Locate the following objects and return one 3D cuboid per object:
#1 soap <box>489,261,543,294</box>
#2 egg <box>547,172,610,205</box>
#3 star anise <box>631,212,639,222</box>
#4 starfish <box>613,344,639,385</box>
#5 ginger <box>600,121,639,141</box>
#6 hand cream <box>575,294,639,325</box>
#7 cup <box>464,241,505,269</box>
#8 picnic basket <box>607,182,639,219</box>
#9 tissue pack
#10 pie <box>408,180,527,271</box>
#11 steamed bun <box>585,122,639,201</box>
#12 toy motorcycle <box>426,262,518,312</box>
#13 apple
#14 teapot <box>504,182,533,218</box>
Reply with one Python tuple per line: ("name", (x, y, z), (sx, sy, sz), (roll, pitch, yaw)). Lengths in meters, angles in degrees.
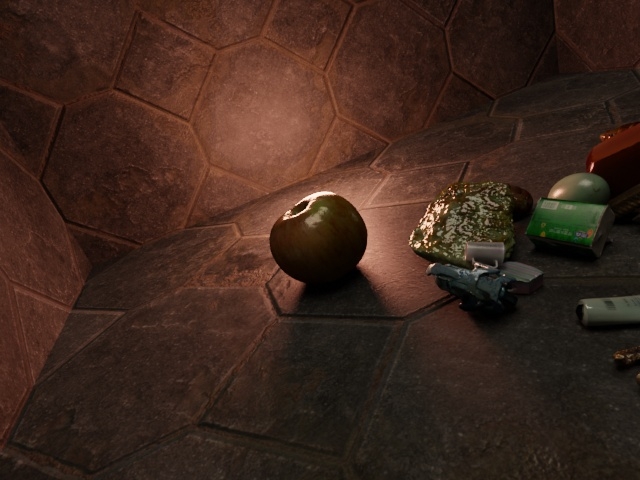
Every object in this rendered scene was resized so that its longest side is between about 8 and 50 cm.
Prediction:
("soap", (0.603, 0.114, 1.296), (0.100, 0.056, 0.149), (-30, 25, -21))
("egg", (0.897, -0.148, 1.463), (0.168, 0.167, 0.231), (-22, -11, -6))
("star anise", (1.126, -0.086, 1.262), (0.316, 0.108, 0.315), (-16, 23, 7))
("starfish", (0.762, 0.242, 0.899), (0.216, 0.071, 0.238), (7, 45, 37))
("ginger", (1.401, -0.446, 1.769), (0.358, 0.152, 0.274), (-8, 26, 22))
("hand cream", (0.813, 0.165, 1.038), (0.321, 0.067, 0.109), (-8, 25, 14))
("cup", (0.518, 0.050, 1.320), (0.116, 0.074, 0.104), (4, 50, 12))
("picnic basket", (1.031, -0.138, 1.390), (0.110, 0.055, 0.193), (-36, -10, -31))
("tissue pack", (0.820, -0.035, 1.371), (0.209, 0.156, 0.147), (18, 79, 52))
("pie", (0.523, -0.047, 1.550), (0.395, 0.180, 0.418), (5, 46, 43))
("steamed bun", (1.146, -0.269, 1.454), (0.379, 0.248, 0.235), (-31, 10, 43))
("toy motorcycle", (0.440, 0.130, 1.248), (0.260, 0.206, 0.154), (15, 80, 52))
("apple", (0.000, 0.000, 1.701), (0.400, 0.333, 0.400), (-35, 16, 11))
("teapot", (0.751, -0.174, 1.710), (0.178, 0.135, 0.252), (-20, 24, -11))
